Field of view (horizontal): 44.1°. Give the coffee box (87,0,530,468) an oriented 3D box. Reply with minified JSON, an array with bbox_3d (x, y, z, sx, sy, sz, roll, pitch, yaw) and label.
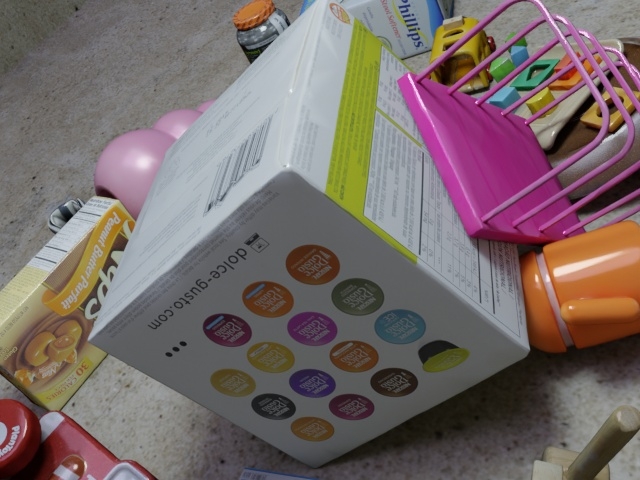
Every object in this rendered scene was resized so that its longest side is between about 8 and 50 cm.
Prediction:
[{"bbox_3d":[0.000,0.000,0.929,0.338,0.334,0.338,-37,28,33],"label":"coffee box"}]

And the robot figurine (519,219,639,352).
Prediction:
[{"bbox_3d":[0.306,0.054,0.894,0.220,0.128,0.158,-19,44,17],"label":"robot figurine"}]

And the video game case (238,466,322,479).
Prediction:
[{"bbox_3d":[-0.074,0.347,0.916,0.119,0.015,0.166,-2,45,33],"label":"video game case"}]

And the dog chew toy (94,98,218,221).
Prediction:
[{"bbox_3d":[-0.260,-0.152,1.492,0.207,0.206,0.332,15,48,45],"label":"dog chew toy"}]

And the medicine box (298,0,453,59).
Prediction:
[{"bbox_3d":[0.122,-0.496,1.655,0.289,0.149,0.263,-14,39,23],"label":"medicine box"}]

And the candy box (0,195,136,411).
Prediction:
[{"bbox_3d":[-0.403,0.101,1.297,0.088,0.183,0.316,10,52,41],"label":"candy box"}]

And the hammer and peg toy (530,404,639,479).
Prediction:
[{"bbox_3d":[0.159,0.289,0.612,0.127,0.266,0.361,7,49,16],"label":"hammer and peg toy"}]

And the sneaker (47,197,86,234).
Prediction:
[{"bbox_3d":[-0.436,-0.029,1.490,0.086,0.163,0.226,-39,35,0],"label":"sneaker"}]

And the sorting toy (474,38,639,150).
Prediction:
[{"bbox_3d":[0.319,-0.222,1.152,0.196,0.047,0.348,-52,28,-11],"label":"sorting toy"}]

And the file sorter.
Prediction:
[{"bbox_3d":[0.271,-0.125,0.902,0.182,0.291,0.202,-36,64,33],"label":"file sorter"}]

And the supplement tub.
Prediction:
[{"bbox_3d":[-0.101,-0.408,1.674,0.117,0.190,0.117,-19,38,16],"label":"supplement tub"}]

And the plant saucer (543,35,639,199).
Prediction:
[{"bbox_3d":[0.379,-0.187,1.127,0.311,0.050,0.310,-33,30,22],"label":"plant saucer"}]

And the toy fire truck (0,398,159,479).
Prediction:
[{"bbox_3d":[-0.379,0.369,1.004,0.254,0.169,0.302,27,65,29],"label":"toy fire truck"}]

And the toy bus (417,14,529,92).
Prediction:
[{"bbox_3d":[0.254,-0.352,1.429,0.191,0.104,0.202,-39,37,-11],"label":"toy bus"}]
